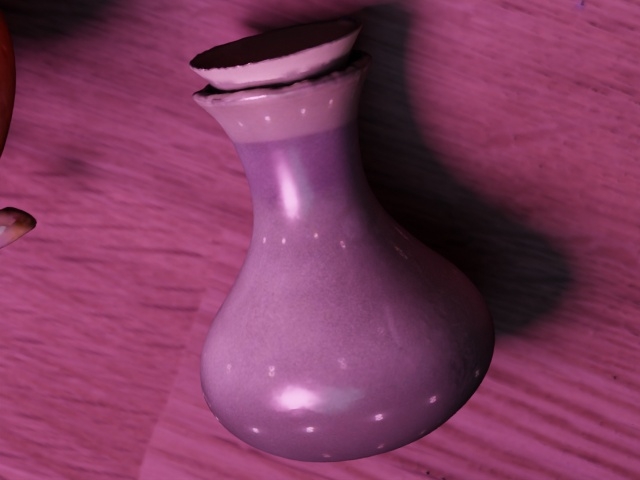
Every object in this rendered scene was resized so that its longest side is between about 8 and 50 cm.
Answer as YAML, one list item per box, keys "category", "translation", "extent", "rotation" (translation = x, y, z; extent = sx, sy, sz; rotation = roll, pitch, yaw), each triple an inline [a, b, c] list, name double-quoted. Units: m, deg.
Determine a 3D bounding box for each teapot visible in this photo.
- category: "teapot"
  translation: [0.000, 0.000, 1.141]
  extent: [0.183, 0.183, 0.251]
  rotation: [-9, 106, 14]

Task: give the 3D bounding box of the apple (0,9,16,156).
- category: "apple"
  translation: [-0.304, -0.091, 1.008]
  extent: [0.272, 0.251, 0.206]
  rotation: [40, 158, 8]

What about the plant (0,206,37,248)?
- category: "plant"
  translation: [-0.369, -0.047, 1.231]
  extent: [0.333, 0.180, 0.251]
  rotation: [50, 125, 19]
